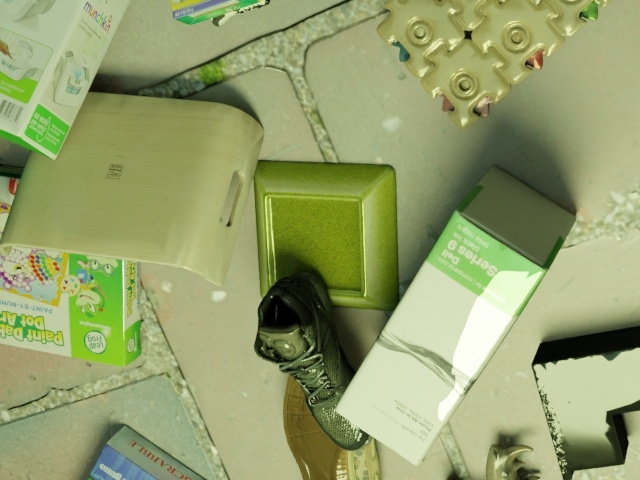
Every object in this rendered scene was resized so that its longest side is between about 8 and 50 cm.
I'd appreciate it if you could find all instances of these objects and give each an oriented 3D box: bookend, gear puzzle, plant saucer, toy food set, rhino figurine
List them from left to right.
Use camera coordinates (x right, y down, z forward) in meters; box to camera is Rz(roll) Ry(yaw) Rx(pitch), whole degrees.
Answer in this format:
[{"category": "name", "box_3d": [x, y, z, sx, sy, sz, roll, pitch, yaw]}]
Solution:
[{"category": "toy food set", "box_3d": [-0.239, -0.064, 1.573, 0.306, 0.092, 0.220, 6, 68, 19]}, {"category": "plant saucer", "box_3d": [0.000, 0.000, 1.568, 0.188, 0.045, 0.188, 3, 107, 19]}, {"category": "rhino figurine", "box_3d": [0.196, 0.343, 1.590, 0.106, 0.073, 0.243, 39, 114, 9]}, {"category": "gear puzzle", "box_3d": [0.228, -0.292, 1.400, 0.339, 0.044, 0.175, -42, 88, 23]}, {"category": "bookend", "box_3d": [0.347, 0.190, 1.486, 0.157, 0.072, 0.156, -13, 102, 22]}]

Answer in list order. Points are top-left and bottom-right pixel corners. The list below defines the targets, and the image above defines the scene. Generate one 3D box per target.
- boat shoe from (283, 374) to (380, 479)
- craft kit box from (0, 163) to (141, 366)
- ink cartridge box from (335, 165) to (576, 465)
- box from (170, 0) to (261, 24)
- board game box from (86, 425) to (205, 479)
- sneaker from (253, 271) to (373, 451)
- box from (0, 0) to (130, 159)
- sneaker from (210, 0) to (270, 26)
[{"category": "boat shoe", "box_3d": [0.023, 0.268, 1.631, 0.104, 0.089, 0.285, 2, 104, 35]}, {"category": "craft kit box", "box_3d": [-0.364, 0.031, 1.708, 0.249, 0.061, 0.247, 8, 112, 18]}, {"category": "ink cartridge box", "box_3d": [0.155, 0.083, 1.445, 0.121, 0.211, 0.289, 33, 114, 7]}, {"category": "box", "box_3d": [-0.136, -0.356, 1.488, 0.105, 0.043, 0.179, -14, 81, 23]}, {"category": "board game box", "box_3d": [-0.223, 0.476, 1.786, 0.318, 0.066, 0.318, 32, 115, 8]}, {"category": "sneaker", "box_3d": [-0.013, 0.154, 1.506, 0.087, 0.130, 0.228, -21, 89, 26]}, {"category": "box", "box_3d": [-0.407, -0.261, 1.542, 0.262, 0.127, 0.231, 22, 84, 13]}, {"category": "sneaker", "box_3d": [-0.088, -0.290, 1.513, 0.109, 0.040, 0.044, -39, 94, 27]}]
